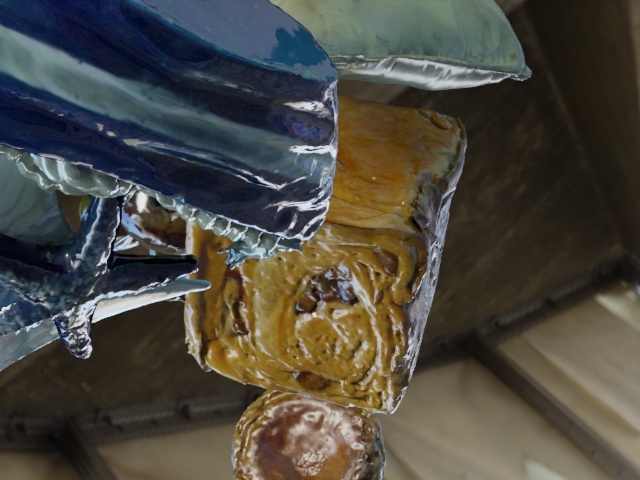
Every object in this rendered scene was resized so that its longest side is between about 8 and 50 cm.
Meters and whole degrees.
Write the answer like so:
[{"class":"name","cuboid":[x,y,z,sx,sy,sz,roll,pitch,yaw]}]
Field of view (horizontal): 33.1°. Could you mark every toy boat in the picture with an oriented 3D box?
[{"class":"toy boat","cuboid":[-0.104,0.002,0.405,0.210,0.070,0.292,2,-44,-18]}]

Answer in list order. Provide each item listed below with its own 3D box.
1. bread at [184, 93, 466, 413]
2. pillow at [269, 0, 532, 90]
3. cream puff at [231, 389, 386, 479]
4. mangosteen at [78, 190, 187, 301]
[{"class":"bread","cuboid":[0.000,0.000,0.663,0.143,0.158,0.149,-64,-10,-52]},{"class":"pillow","cuboid":[-0.032,-0.183,0.586,0.184,0.302,0.075,-9,-41,-47]},{"class":"cream puff","cuboid":[-0.006,0.268,1.239,0.183,0.183,0.169,-37,-28,-12]},{"class":"mangosteen","cuboid":[-0.139,-0.128,1.065,0.296,0.314,0.297,8,-40,6]}]
